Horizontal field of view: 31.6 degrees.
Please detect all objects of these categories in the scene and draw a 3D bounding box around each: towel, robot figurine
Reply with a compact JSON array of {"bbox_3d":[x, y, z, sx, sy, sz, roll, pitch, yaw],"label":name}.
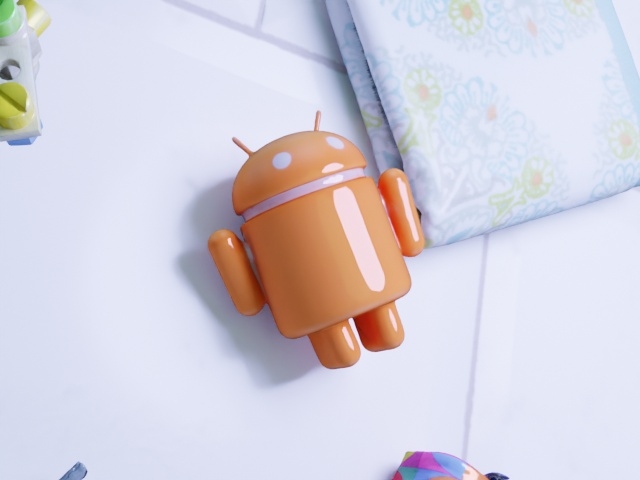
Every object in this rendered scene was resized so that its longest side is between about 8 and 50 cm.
[{"bbox_3d":[0.167,-0.201,1.158,0.320,0.090,0.375,-15,84,-29],"label":"towel"},{"bbox_3d":[-0.002,0.001,0.979,0.128,0.158,0.219,-13,82,-67],"label":"robot figurine"}]

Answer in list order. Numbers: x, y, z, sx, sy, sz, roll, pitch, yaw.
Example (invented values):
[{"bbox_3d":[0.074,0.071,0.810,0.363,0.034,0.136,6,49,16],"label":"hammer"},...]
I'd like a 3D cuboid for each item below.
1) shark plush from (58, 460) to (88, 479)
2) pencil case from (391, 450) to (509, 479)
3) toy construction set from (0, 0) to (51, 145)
[{"bbox_3d":[-0.228,0.228,0.822,0.161,0.067,0.073,-28,91,-32],"label":"shark plush"},{"bbox_3d":[0.080,0.293,0.963,0.104,0.104,0.236,38,63,-15],"label":"pencil case"},{"bbox_3d":[-0.268,-0.230,0.878,0.215,0.151,0.328,15,59,1],"label":"toy construction set"}]
